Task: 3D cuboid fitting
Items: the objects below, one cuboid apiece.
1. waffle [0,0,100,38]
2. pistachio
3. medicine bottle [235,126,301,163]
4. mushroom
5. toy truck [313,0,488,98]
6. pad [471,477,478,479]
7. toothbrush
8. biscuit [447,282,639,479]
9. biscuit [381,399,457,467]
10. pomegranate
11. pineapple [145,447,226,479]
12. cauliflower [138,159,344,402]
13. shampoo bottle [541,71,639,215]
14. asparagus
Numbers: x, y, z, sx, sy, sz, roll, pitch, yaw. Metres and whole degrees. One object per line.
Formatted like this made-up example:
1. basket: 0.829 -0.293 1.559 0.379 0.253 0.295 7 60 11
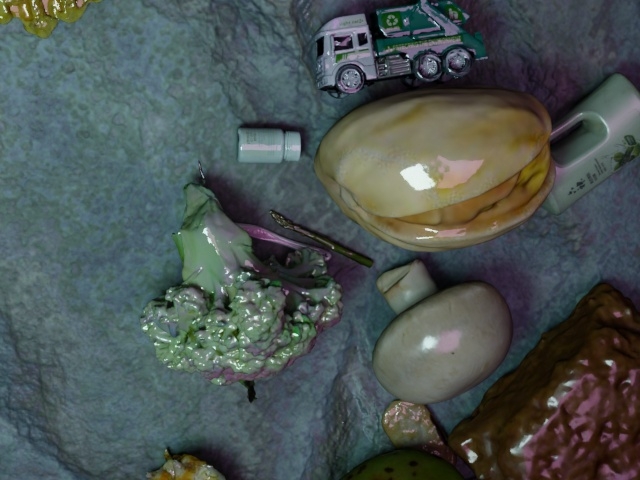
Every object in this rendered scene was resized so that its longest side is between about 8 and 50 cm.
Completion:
1. waffle: -0.359 -0.395 1.627 0.291 0.051 0.291 -3 106 -10
2. pistachio: 0.144 -0.100 1.710 0.309 0.230 0.229 -9 106 8
3. medicine bottle: -0.070 -0.125 1.751 0.083 0.047 0.047 0 104 -11
4. mushroom: 0.151 0.114 1.799 0.204 0.204 0.204 -3 104 -10
5. toy truck: 0.097 -0.254 1.724 0.216 0.110 0.116 -9 93 -8
6. pad: 0.338 0.528 2.008 0.315 0.063 0.375 1 94 -12
7. toothbrush: -0.079 -0.007 1.793 0.204 0.022 0.017 19 110 -15
8. biscuit: 0.422 0.310 1.882 0.342 0.166 0.395 -45 105 2
9. biscuit: 0.142 0.286 1.910 0.071 0.018 0.147 -33 109 1
10. pomegranate: 0.120 0.435 1.842 0.231 0.231 0.285 -18 109 -6
11. pineapple: -0.156 0.400 1.822 0.186 0.114 0.236 -10 96 -30
12. cauliflower: -0.118 0.054 1.714 0.256 0.239 0.315 -17 101 26
13. shampoo bottle: 0.340 -0.114 1.810 0.234 0.087 0.118 -36 112 0
14. asparagus: 0.000 0.000 1.812 0.163 0.016 0.016 25 111 -15
